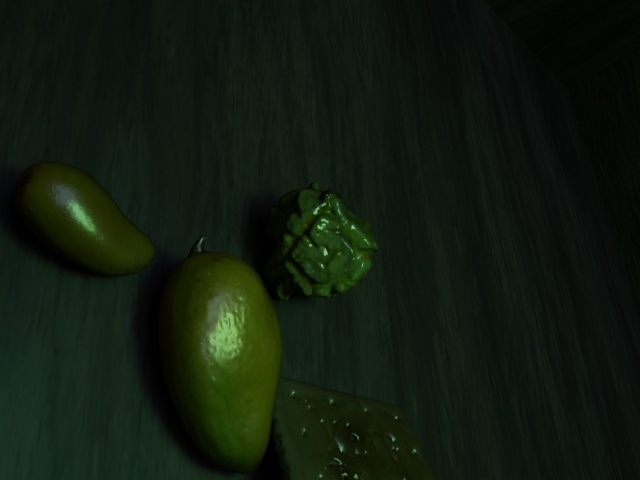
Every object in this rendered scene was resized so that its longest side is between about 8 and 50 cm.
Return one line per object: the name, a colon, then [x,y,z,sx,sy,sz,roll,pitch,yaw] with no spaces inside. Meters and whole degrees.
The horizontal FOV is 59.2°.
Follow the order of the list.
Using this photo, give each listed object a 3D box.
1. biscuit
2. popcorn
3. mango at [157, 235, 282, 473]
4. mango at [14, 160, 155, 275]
biscuit: [0.057,0.315,0.853,0.325,0.044,0.217,27,28,-37]
popcorn: [-0.001,0.001,0.925,0.186,0.167,0.187,8,61,-48]
mango: [-0.127,0.150,0.746,0.177,0.119,0.316,3,77,-51]
mango: [-0.283,-0.018,0.683,0.184,0.085,0.102,49,35,-34]
